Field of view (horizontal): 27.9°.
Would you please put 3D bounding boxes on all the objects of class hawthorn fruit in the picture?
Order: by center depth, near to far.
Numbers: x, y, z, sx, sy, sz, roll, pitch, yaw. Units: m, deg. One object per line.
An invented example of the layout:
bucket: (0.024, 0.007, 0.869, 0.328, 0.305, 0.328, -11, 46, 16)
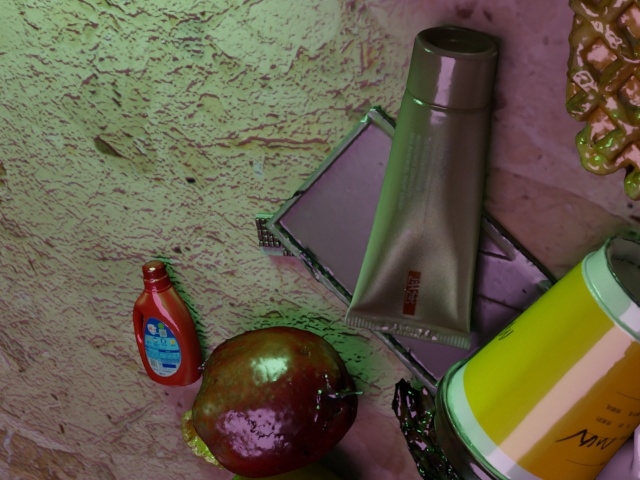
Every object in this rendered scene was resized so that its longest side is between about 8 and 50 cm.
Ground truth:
hawthorn fruit: (-0.033, 0.189, 1.486, 0.235, 0.181, 0.181, -7, 113, 38)

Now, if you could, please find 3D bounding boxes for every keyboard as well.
keyboard: (0.000, 0.000, 1.458, 0.166, 0.017, 0.055, 4, 119, 29)

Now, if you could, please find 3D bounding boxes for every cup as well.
cup: (0.250, 0.136, 1.289, 0.196, 0.196, 0.279, 39, 121, 5)

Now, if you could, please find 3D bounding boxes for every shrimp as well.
shrimp: (0.153, 0.293, 1.433, 0.054, 0.222, 0.290, -25, 99, 3)

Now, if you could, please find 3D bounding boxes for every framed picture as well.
framed picture: (0.095, 0.017, 1.393, 0.281, 0.019, 0.209, 46, 122, 0)

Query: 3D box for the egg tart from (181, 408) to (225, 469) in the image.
egg tart: (-0.132, 0.248, 1.669, 0.105, 0.039, 0.105, 15, 124, 23)

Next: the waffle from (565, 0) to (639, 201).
waffle: (0.361, -0.152, 1.123, 0.302, 0.068, 0.325, 8, 123, 27)

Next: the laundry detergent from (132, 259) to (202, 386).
laundry detergent: (-0.200, 0.101, 1.619, 0.097, 0.049, 0.165, 6, 117, 32)

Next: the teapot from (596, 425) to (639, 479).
teapot: (0.353, 0.275, 1.366, 0.159, 0.116, 0.245, 14, 118, 37)

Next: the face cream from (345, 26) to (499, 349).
face cream: (0.112, -0.044, 1.308, 0.137, 0.084, 0.341, 11, 119, 6)

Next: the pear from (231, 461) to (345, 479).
pear: (-0.019, 0.337, 1.581, 0.216, 0.166, 0.180, -30, 133, 19)
